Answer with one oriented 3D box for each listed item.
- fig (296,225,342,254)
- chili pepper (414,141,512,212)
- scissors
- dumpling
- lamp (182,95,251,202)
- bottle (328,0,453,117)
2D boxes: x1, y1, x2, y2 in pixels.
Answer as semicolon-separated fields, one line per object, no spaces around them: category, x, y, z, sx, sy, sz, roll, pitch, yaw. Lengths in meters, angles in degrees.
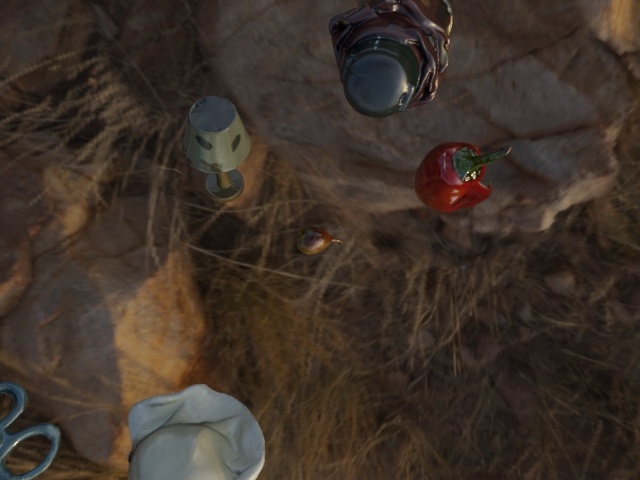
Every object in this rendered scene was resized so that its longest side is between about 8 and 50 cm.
fig;0.000;0.000;1.750;0.083;0.050;0.050;2;89;-20
chili pepper;0.211;-0.100;1.611;0.137;0.368;0.091;-20;85;3
scissors;-0.455;0.288;1.247;0.289;0.041;0.138;-36;74;-29
dumpling;-0.193;0.384;1.685;0.243;0.187;0.318;-26;53;-4
lamp;-0.180;-0.157;1.822;0.121;0.214;0.121;-1;60;1
bottle;0.087;-0.245;1.300;0.156;0.271;0.143;24;122;-1
